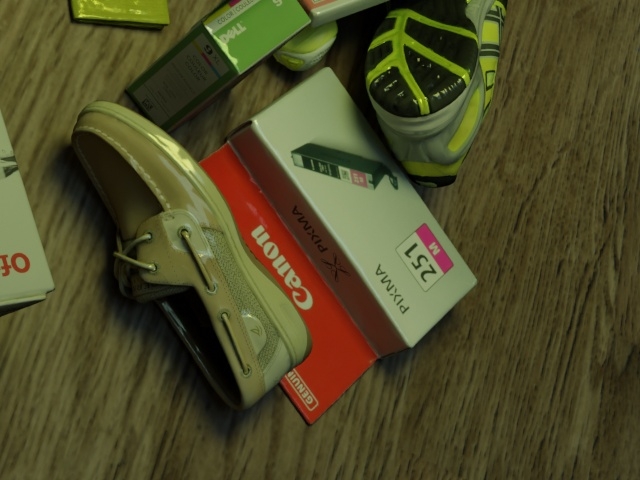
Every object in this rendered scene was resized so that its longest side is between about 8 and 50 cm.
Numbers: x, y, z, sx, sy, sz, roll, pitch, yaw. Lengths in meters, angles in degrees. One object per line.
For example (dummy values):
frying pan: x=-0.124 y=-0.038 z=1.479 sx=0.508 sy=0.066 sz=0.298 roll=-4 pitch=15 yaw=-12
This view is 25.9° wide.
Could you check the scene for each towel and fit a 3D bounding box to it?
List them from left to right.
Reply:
towel: x=-0.209 y=-0.319 z=1.356 sx=0.102 sy=0.021 sz=0.237 roll=-1 pitch=75 yaw=-31

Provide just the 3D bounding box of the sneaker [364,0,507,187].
sneaker: x=0.127 y=-0.213 z=1.506 sx=0.384 sy=0.145 sz=0.147 roll=-66 pitch=156 yaw=-44

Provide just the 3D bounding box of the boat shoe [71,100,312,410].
boat shoe: x=-0.130 y=0.015 z=1.233 sx=0.098 sy=0.109 sz=0.302 roll=-43 pitch=104 yaw=-31

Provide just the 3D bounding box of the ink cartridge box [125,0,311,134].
ink cartridge box: x=-0.081 y=-0.180 z=1.270 sx=0.062 sy=0.209 sz=0.109 roll=52 pitch=52 yaw=-6

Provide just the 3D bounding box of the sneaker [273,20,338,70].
sneaker: x=-0.010 y=-0.295 z=1.443 sx=0.126 sy=0.091 sz=0.240 roll=36 pitch=56 yaw=-19

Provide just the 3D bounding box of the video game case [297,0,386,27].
video game case: x=-0.003 y=-0.356 z=1.430 sx=0.204 sy=0.025 sz=0.285 roll=-25 pitch=68 yaw=-28

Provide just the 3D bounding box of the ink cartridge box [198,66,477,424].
ink cartridge box: x=0.000 y=0.000 z=1.362 sx=0.239 sy=0.060 sz=0.275 roll=-41 pitch=98 yaw=-40

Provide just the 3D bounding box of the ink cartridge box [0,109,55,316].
ink cartridge box: x=-0.345 y=-0.057 z=1.072 sx=0.197 sy=0.114 sz=0.272 roll=-10 pitch=78 yaw=-51
